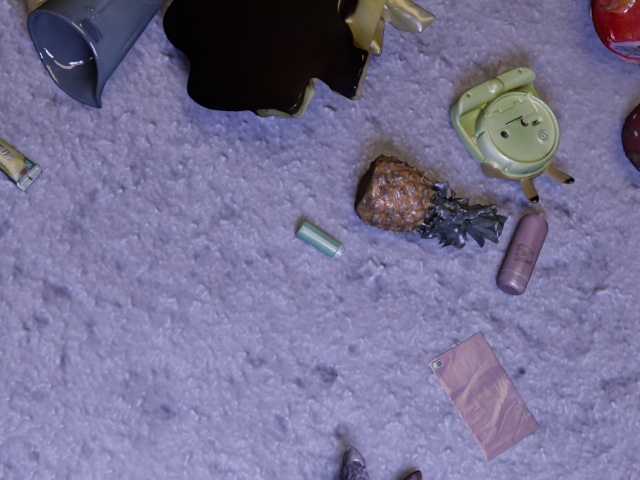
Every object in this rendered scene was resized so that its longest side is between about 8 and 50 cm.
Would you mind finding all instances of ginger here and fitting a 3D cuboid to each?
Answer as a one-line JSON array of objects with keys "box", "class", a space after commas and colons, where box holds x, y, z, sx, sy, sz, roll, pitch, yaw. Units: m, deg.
[{"box": [-0.026, -0.334, 1.842, 0.413, 0.211, 0.358, -21, 70, 19], "class": "ginger"}]

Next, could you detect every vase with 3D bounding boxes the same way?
[{"box": [-0.338, -0.400, 1.813, 0.301, 0.156, 0.251, -53, 132, -27], "class": "vase"}]

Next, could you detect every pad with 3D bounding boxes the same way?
[{"box": [0.270, 0.255, 1.840, 0.113, 0.006, 0.188, -28, 82, -20], "class": "pad"}]

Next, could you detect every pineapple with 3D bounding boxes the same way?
[{"box": [0.183, -0.052, 1.854, 0.248, 0.128, 0.128, 19, 70, -12], "class": "pineapple"}]

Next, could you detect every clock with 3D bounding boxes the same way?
[{"box": [0.346, -0.178, 1.954, 0.170, 0.069, 0.232, -27, 82, -19], "class": "clock"}]

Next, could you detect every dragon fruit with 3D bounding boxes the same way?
[{"box": [0.596, -0.440, 2.020, 0.224, 0.224, 0.227, 11, 91, -10], "class": "dragon fruit"}]

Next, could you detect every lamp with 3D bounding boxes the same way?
[{"box": [0.618, -0.186, 1.987, 0.156, 0.135, 0.157, -37, 87, -20], "class": "lamp"}]

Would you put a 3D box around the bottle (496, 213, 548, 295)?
[{"box": [0.344, 0.024, 1.902, 0.053, 0.053, 0.140, 27, 70, -5], "class": "bottle"}]

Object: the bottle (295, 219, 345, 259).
[{"box": [0.000, 0.000, 1.838, 0.083, 0.030, 0.030, 33, 69, -3], "class": "bottle"}]

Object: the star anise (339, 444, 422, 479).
[{"box": [0.075, 0.444, 1.683, 0.198, 0.110, 0.257, 10, 78, -11], "class": "star anise"}]

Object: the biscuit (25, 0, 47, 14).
[{"box": [-0.477, -0.461, 1.849, 0.061, 0.055, 0.219, -10, 76, -27], "class": "biscuit"}]

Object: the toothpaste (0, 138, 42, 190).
[{"box": [-0.530, -0.158, 1.758, 0.204, 0.031, 0.049, 40, 69, -2], "class": "toothpaste"}]
